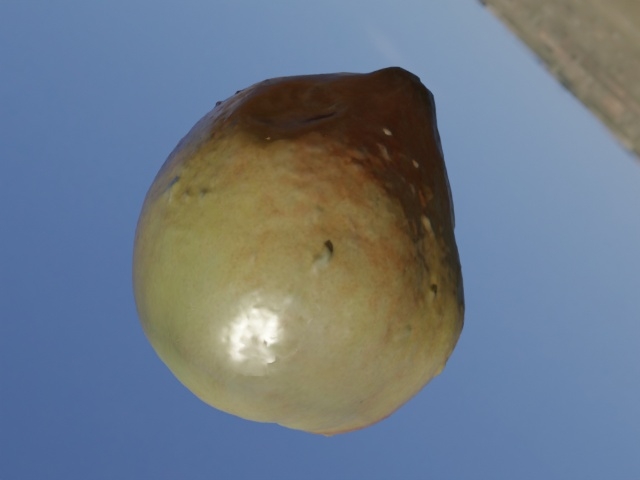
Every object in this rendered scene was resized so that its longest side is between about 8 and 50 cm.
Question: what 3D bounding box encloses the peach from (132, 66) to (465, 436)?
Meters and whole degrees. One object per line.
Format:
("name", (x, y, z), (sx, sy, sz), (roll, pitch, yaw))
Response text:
("peach", (0.000, 0.000, 1.025), (0.232, 0.232, 0.232), (39, -166, -12))
